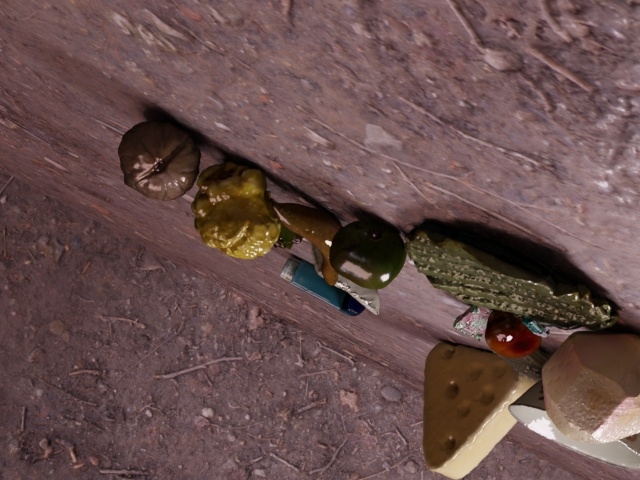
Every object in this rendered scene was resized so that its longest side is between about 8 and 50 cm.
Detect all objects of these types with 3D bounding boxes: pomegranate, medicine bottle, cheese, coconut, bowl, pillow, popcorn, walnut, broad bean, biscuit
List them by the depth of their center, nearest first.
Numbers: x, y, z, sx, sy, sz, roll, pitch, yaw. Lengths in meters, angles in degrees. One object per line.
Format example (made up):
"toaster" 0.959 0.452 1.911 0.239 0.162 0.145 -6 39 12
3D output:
"coconut" 0.539 0.263 1.666 0.237 0.237 0.197 37 -160 -36
"pomegranate" 0.097 0.025 1.811 0.152 0.131 0.191 27 -174 4
"walnut" -0.340 -0.169 1.859 0.178 0.178 0.230 33 178 -24
"popcorn" -0.172 -0.072 1.883 0.200 0.203 0.226 20 -153 -5
"broad bean" 0.414 0.203 1.910 0.114 0.084 0.165 -14 145 38
"bowl" 0.617 0.388 2.048 0.337 0.158 0.337 24 164 7
"biscuit" 0.503 0.290 2.156 0.147 0.046 0.250 14 162 48
"pillow" 0.064 0.086 2.167 0.229 0.051 0.128 37 -152 -31
"cheese" 0.430 0.424 2.405 0.104 0.384 0.384 28 169 -29
"medicine bottle" 0.012 0.129 2.469 0.258 0.079 0.124 27 171 6

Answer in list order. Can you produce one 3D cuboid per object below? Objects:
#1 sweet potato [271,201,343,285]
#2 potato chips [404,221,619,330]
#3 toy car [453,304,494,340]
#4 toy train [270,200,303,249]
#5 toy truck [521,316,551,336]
"sweet potato" 0.008 0.002 1.930 0.108 0.079 0.346 0 148 24
"potato chips" 0.326 0.074 1.629 0.429 0.070 0.358 18 167 37
"toy car" 0.353 0.173 1.988 0.069 0.055 0.142 27 146 -6
"toy train" -0.147 -0.054 2.075 0.225 0.090 0.137 30 174 -11
"toy truck" 0.442 0.168 1.811 0.039 0.044 0.083 19 165 45
